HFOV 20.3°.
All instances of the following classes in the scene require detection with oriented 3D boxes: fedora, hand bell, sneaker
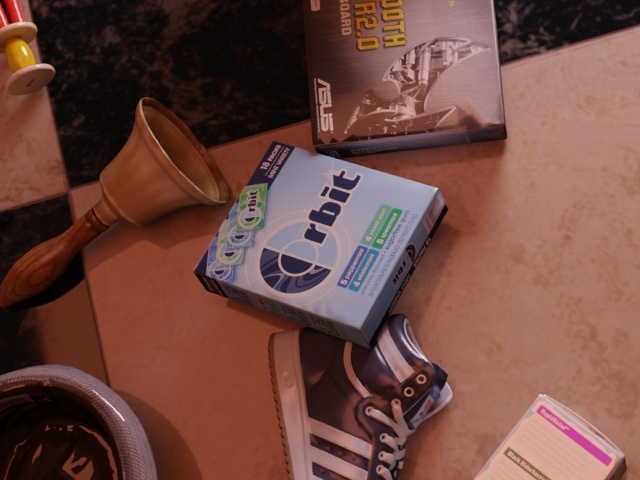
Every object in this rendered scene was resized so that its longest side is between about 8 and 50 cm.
[{"bbox_3d":[-0.258,0.256,1.625,0.243,0.124,0.275,-2,69,8],"label":"fedora"},{"bbox_3d":[-0.219,-0.014,1.707,0.242,0.126,0.126,-38,73,14],"label":"hand bell"},{"bbox_3d":[0.052,0.199,1.595,0.153,0.099,0.282,-15,72,9],"label":"sneaker"}]

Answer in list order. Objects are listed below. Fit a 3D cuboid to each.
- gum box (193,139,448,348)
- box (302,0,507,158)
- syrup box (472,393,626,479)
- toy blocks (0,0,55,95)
[{"bbox_3d":[0.000,0.000,1.636,0.184,0.041,0.157,18,67,30],"label":"gum box"},{"bbox_3d":[0.077,-0.201,1.701,0.183,0.056,0.231,-6,77,10],"label":"box"},{"bbox_3d":[0.163,0.257,1.563,0.096,0.093,0.237,38,86,16],"label":"syrup box"},{"bbox_3d":[-0.347,-0.204,1.782,0.123,0.054,0.148,-26,74,3],"label":"toy blocks"}]
